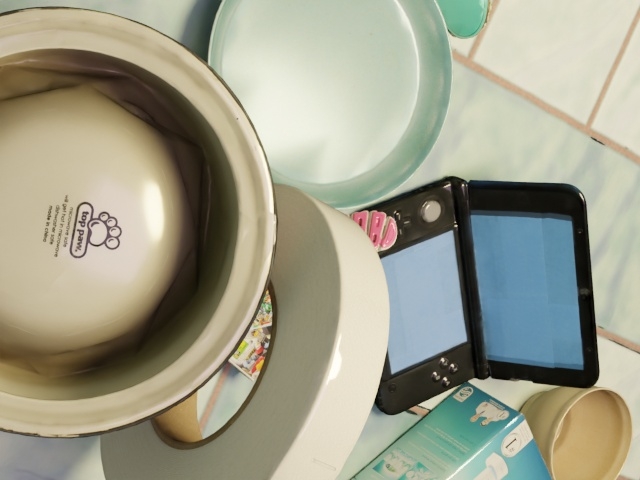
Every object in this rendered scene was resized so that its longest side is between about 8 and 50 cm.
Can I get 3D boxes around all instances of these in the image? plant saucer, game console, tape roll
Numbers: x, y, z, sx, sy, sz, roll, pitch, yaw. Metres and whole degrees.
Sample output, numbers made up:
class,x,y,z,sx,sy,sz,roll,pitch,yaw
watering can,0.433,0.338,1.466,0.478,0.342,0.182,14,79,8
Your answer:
class,x,y,z,sx,sy,sz,roll,pitch,yaw
plant saucer,0.009,-0.194,1.516,0.317,0.044,0.317,-3,95,-28
game console,0.196,0.081,1.674,0.250,0.173,0.293,-21,115,-26
tape roll,-0.090,0.128,1.373,0.072,0.392,0.392,28,89,-35

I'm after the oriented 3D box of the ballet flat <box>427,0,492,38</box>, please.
class,x,y,z,sx,sy,sz,roll,pitch,yaw
ballet flat,0.142,-0.355,1.558,0.091,0.077,0.241,-20,120,9

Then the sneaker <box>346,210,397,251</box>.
class,x,y,z,sx,sy,sz,roll,pitch,yaw
sneaker,0.000,0.000,1.544,0.170,0.075,0.063,-3,75,-11

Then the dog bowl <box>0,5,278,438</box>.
class,x,y,z,sx,sy,sz,roll,pitch,yaw
dog bowl,-0.255,-0.020,1.300,0.408,0.150,0.408,-1,96,-12

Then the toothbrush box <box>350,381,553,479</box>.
class,x,y,z,sx,sy,sz,roll,pitch,yaw
toothbrush box,0.164,0.373,1.775,0.295,0.126,0.216,-39,123,-17

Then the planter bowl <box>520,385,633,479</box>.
class,x,y,z,sx,sy,sz,roll,pitch,yaw
planter bowl,0.347,0.273,1.867,0.162,0.109,0.162,-8,105,-33

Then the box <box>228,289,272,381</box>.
class,x,y,z,sx,sy,sz,roll,pitch,yaw
box,-0.059,0.055,1.586,0.207,0.036,0.114,-52,124,-8
